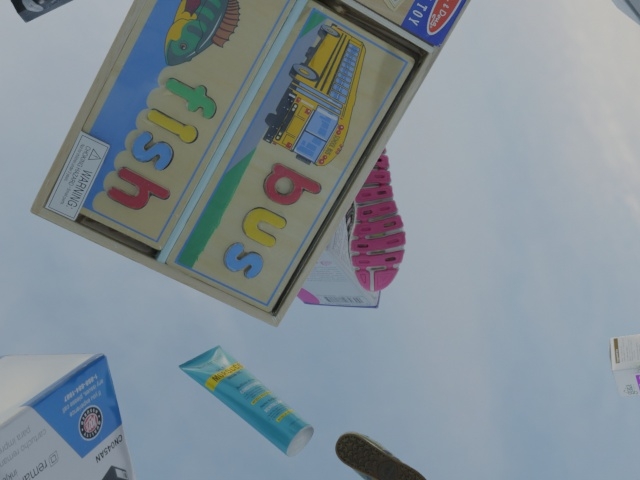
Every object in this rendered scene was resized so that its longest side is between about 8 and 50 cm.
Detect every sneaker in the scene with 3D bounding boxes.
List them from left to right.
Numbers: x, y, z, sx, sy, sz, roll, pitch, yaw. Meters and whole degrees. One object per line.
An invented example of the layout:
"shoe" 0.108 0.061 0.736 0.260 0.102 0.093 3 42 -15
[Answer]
"sneaker" 0.051 -0.031 1.060 0.063 0.075 0.170 -9 -86 -9
"sneaker" 0.105 0.350 1.453 0.192 0.086 0.064 38 -92 3

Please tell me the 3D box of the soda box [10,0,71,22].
"soda box" -0.454 -0.443 1.676 0.169 0.060 0.053 -28 -92 -5

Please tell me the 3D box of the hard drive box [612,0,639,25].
"hard drive box" 0.482 -0.449 1.425 0.232 0.181 0.089 30 -160 -45

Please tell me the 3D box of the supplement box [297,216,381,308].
"supplement box" 0.000 0.000 1.223 0.220 0.111 0.114 47 -131 -62

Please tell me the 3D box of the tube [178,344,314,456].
"tube" -0.100 0.219 1.348 0.207 0.052 0.080 34 -148 28

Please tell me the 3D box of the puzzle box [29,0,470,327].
"puzzle box" -0.060 -0.144 0.908 0.272 0.409 0.052 26 -167 -16

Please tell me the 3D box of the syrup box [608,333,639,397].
"syrup box" 0.716 0.245 1.971 0.096 0.237 0.093 -79 -30 -46

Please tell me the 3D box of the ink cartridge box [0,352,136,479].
"ink cartridge box" -0.336 0.361 1.088 0.285 0.166 0.394 -39 -58 -62
